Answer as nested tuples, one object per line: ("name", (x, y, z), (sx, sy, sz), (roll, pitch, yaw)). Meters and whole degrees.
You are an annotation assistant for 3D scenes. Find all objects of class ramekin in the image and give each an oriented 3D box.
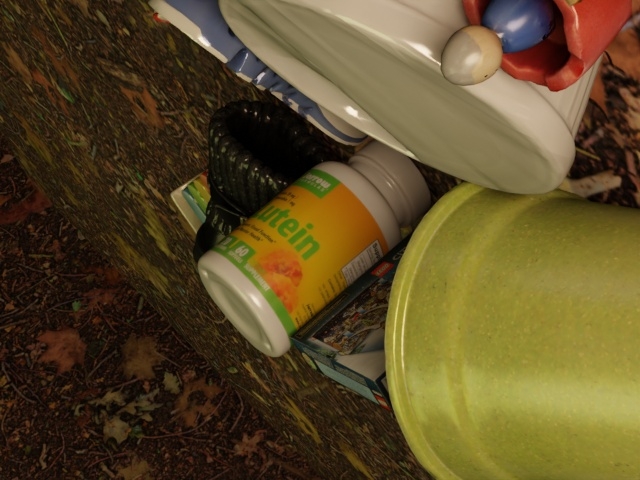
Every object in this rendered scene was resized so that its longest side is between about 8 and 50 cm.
("ramekin", (0.073, -0.152, 0.735), (0.272, 0.127, 0.273), (28, 174, 3))

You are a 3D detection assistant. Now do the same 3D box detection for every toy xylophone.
("toy xylophone", (-0.112, -0.022, 1.630), (0.236, 0.081, 0.322), (53, 162, -11))

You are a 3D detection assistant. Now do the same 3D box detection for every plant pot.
("plant pot", (0.233, 0.079, 0.774), (0.254, 0.276, 0.276), (0, 129, 52))

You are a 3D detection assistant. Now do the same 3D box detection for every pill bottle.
("pill bottle", (0.000, 0.000, 1.134), (0.136, 0.245, 0.136), (44, 161, 20))

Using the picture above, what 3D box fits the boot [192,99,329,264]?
("boot", (-0.007, -0.007, 1.338), (0.348, 0.131, 0.260), (26, 135, 6))

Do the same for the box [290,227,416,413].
("box", (0.102, 0.056, 1.022), (0.159, 0.233, 0.044), (18, 144, 59))

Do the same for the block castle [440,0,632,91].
("block castle", (0.107, -0.265, 0.407), (0.303, 0.213, 0.453), (49, 162, 5))

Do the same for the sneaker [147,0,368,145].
("sneaker", (0.006, -0.207, 0.920), (0.127, 0.182, 0.315), (44, -170, 25))

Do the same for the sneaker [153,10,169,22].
("sneaker", (-0.161, -0.271, 1.260), (0.057, 0.075, 0.161), (17, 142, 60))
